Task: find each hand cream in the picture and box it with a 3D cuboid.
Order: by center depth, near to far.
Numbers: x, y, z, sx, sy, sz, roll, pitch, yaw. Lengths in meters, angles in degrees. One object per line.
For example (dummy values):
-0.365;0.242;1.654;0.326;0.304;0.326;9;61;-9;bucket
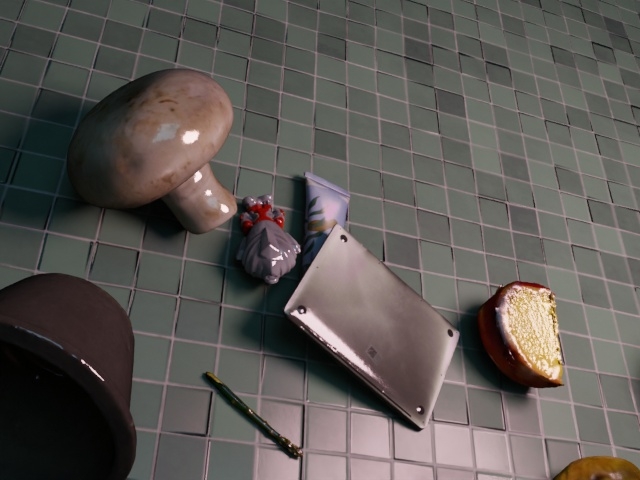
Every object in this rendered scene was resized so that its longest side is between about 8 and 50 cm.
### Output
0.000;0.000;1.081;0.088;0.055;0.255;22;47;-18;hand cream

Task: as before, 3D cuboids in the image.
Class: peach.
0.308;0.148;1.085;0.127;0.092;0.172;-17;78;-26;peach

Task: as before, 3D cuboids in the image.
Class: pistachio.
0.408;0.355;0.983;0.190;0.100;0.110;16;58;-11;pistachio

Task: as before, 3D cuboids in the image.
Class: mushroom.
-0.214;-0.108;0.979;0.244;0.243;0.243;11;55;-16;mushroom

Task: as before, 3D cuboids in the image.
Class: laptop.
0.084;0.119;1.014;0.269;0.015;0.187;41;50;-12;laptop

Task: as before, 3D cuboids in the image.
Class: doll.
-0.080;-0.002;1.031;0.094;0.079;0.180;-6;47;-9;doll

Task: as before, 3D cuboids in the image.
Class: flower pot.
-0.302;0.143;0.758;0.269;0.269;0.166;25;30;-6;flower pot

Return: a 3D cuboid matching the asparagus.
-0.087;0.225;0.914;0.166;0.013;0.016;40;63;6;asparagus
